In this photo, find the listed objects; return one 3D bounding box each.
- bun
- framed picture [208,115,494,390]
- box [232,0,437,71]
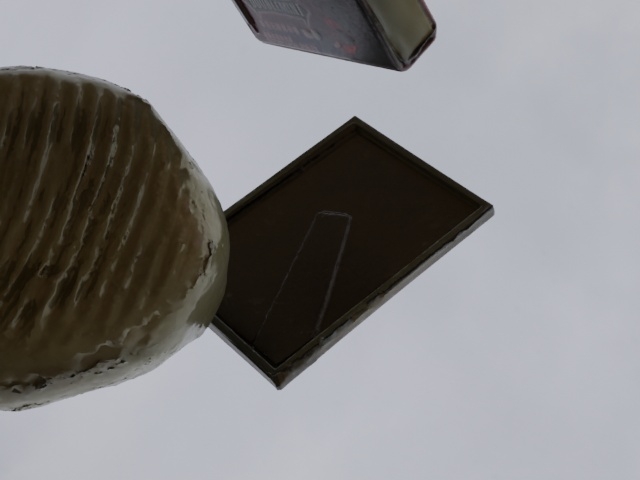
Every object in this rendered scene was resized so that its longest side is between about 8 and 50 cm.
[{"bbox_3d":[-0.274,-0.004,1.121,0.362,0.234,0.326,-7,-95,-14],"label":"bun"},{"bbox_3d":[0.000,0.000,1.256,0.315,0.024,0.232,-36,-129,-20],"label":"framed picture"},{"bbox_3d":[-0.001,-0.231,1.092,0.069,0.120,0.224,-48,-143,-16],"label":"box"}]
